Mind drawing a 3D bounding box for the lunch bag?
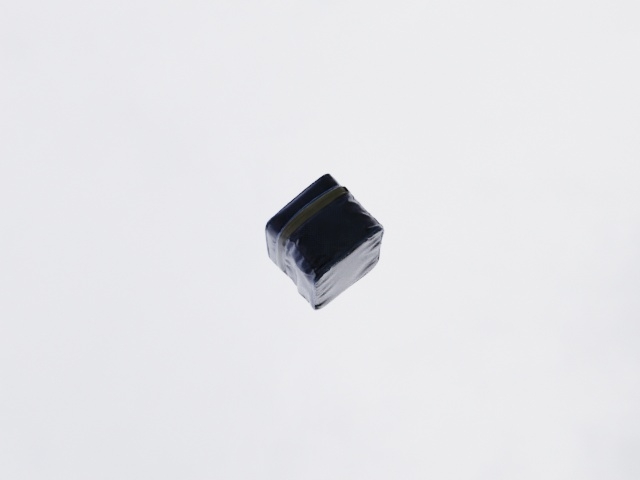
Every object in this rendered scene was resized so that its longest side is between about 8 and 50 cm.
[{"bbox_3d":[0.000,0.000,0.687,0.067,0.098,0.065,-37,-106,-14],"label":"lunch bag"}]
